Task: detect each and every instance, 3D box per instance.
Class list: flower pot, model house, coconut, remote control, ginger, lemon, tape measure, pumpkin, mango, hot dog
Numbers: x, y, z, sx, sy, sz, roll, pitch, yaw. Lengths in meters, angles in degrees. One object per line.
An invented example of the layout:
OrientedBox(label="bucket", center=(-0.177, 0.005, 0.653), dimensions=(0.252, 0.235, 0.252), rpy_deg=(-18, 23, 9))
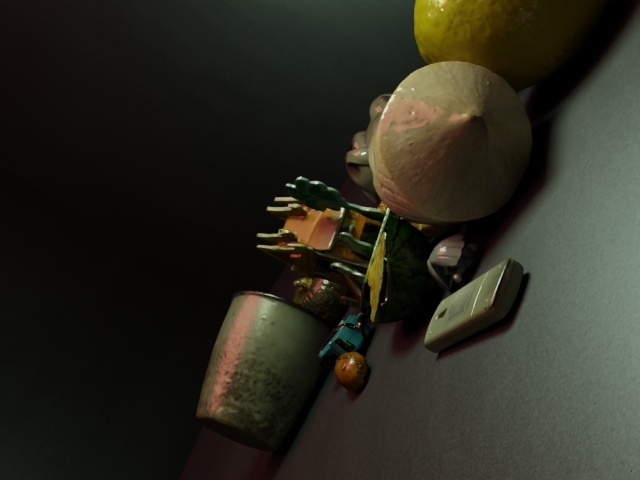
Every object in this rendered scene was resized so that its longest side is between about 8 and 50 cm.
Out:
OrientedBox(label="flower pot", center=(-0.141, 0.334, 1.947), dimensions=(0.330, 0.294, 0.293), rpy_deg=(-69, 10, -23))
OrientedBox(label="model house", center=(0.000, 0.000, 1.785), dimensions=(0.357, 0.313, 0.242), rpy_deg=(86, -160, -71))
OrientedBox(label="coconut", center=(0.235, -0.174, 1.424), dimensions=(0.328, 0.329, 0.329), rpy_deg=(-57, 7, 10))
OrientedBox(label="remote control", center=(0.230, 0.103, 1.197), dimensions=(0.098, 0.038, 0.233), rpy_deg=(-61, 6, -27))
OrientedBox(label="ginger", center=(0.241, -0.047, 1.634), dimensions=(0.205, 0.081, 0.115), rpy_deg=(-45, 27, 38))
OrientedBox(label="lemon", center=(0.340, -0.437, 1.511), dimensions=(0.364, 0.364, 0.364), rpy_deg=(-57, 7, 10))
OrientedBox(label="tape measure", center=(0.057, 0.226, 1.752), dimensions=(0.146, 0.081, 0.125), rpy_deg=(-52, -2, 41))
OrientedBox(label="pumpkin", center=(-0.002, 0.146, 2.222), dimensions=(0.219, 0.162, 0.219), rpy_deg=(-58, 10, 17))
OrientedBox(label="mango", center=(0.060, 0.266, 1.615), dimensions=(0.127, 0.063, 0.077), rpy_deg=(152, 141, -79))
OrientedBox(label="hot dog", center=(0.194, -0.084, 2.261), dimensions=(0.072, 0.055, 0.188), rpy_deg=(-56, 6, 9))

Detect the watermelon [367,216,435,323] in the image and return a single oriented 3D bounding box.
OrientedBox(label="watermelon", center=(0.158, 0.062, 1.501), dimensions=(0.232, 0.127, 0.204), rpy_deg=(102, 178, -74))

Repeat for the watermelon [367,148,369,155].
OrientedBox(label="watermelon", center=(0.250, -0.199, 2.065), dimensions=(0.310, 0.193, 0.232), rpy_deg=(-25, 10, 37))

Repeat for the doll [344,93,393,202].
OrientedBox(label="doll", center=(0.207, -0.314, 2.551), dimensions=(0.370, 0.226, 0.214), rpy_deg=(-48, 46, 38))

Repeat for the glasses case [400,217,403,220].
OrientedBox(label="glasses case", center=(0.223, -0.050, 1.822), dimensions=(0.266, 0.067, 0.103), rpy_deg=(-64, 4, -37))

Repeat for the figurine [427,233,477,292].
OrientedBox(label="figurine", center=(0.233, 0.039, 1.374), dimensions=(0.086, 0.082, 0.094), rpy_deg=(-38, 25, 22))
